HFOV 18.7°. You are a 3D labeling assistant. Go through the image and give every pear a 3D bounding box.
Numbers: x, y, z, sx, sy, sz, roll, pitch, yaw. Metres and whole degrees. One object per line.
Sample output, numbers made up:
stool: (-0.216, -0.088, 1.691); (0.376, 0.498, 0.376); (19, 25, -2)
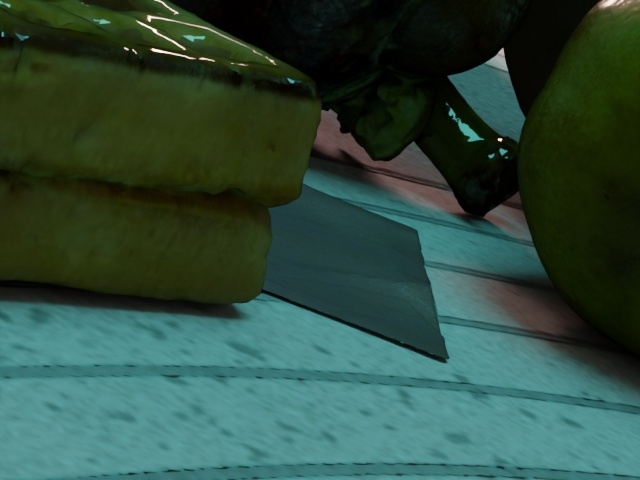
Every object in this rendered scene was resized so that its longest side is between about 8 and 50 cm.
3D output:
pear: (0.186, -0.033, 0.914); (0.200, 0.200, 0.200); (22, 15, -6)

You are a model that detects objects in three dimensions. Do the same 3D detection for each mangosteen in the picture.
mangosteen: (0.008, -0.134, 1.038); (0.289, 0.231, 0.231); (65, 17, -3)

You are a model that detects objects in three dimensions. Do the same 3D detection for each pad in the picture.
pad: (0.000, 0.000, 0.872); (0.113, 0.006, 0.188); (22, 16, -7)

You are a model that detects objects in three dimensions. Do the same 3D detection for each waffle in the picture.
waffle: (-0.176, -0.090, 0.759); (0.224, 0.098, 0.328); (8, 19, -48)

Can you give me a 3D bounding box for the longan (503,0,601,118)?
longan: (0.299, -0.159, 1.131); (0.404, 0.404, 0.336); (16, 39, -25)
